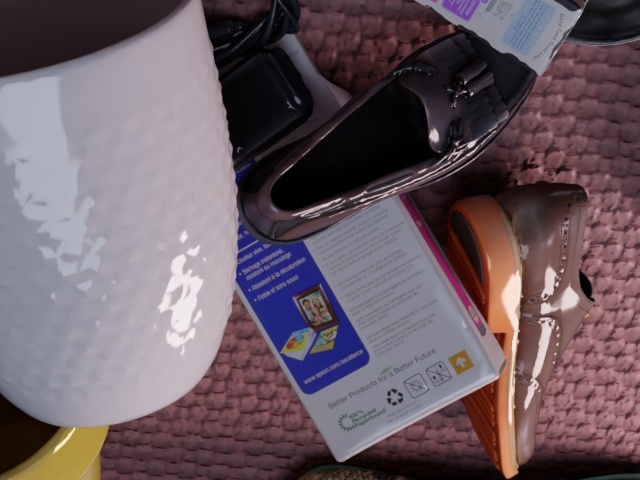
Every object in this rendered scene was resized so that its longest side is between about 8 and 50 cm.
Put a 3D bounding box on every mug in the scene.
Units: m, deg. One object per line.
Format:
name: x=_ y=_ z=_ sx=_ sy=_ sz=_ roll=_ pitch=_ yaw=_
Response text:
mug: x=-0.234 y=-0.039 z=1.611 sx=0.276 sy=0.374 sz=0.328 roll=-30 pitch=121 yaw=-34

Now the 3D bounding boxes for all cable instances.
cable: x=-0.103 y=-0.208 z=1.649 sx=0.184 sy=0.047 sz=0.150 roll=26 pitch=122 yaw=-22

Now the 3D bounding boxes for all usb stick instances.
usb stick: x=-0.126 y=-0.070 z=1.716 sx=0.278 sy=0.045 sz=0.077 roll=-35 pitch=89 yaw=22

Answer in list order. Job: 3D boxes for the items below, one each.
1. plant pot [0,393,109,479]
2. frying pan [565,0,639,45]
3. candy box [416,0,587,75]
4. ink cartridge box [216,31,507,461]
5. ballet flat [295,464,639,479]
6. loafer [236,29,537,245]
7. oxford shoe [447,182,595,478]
plant pot: x=-0.311 y=0.186 z=1.837 sx=0.254 sy=0.254 sz=0.239 roll=-8 pitch=144 yaw=1
frying pan: x=0.277 y=-0.299 z=1.607 sx=0.197 sy=0.053 sz=0.326 roll=24 pitch=121 yaw=-21
candy box: x=0.123 y=-0.235 z=1.533 sx=0.196 sy=0.165 sz=0.070 roll=31 pitch=124 yaw=1
ink cartridge box: x=0.000 y=0.000 z=1.755 sx=0.175 sy=0.069 sz=0.371 roll=-30 pitch=95 yaw=18
ballet flat: x=0.194 y=0.336 z=2.020 sx=0.482 sy=0.182 sz=0.164 roll=4 pitch=127 yaw=-8
loafer: x=0.068 y=-0.091 z=1.656 sx=0.302 sy=0.095 sz=0.109 roll=-32 pitch=91 yaw=-9
oxford shoe: x=0.203 y=0.094 z=1.870 sx=0.132 sy=0.130 sz=0.364 roll=-17 pitch=138 yaw=-12
